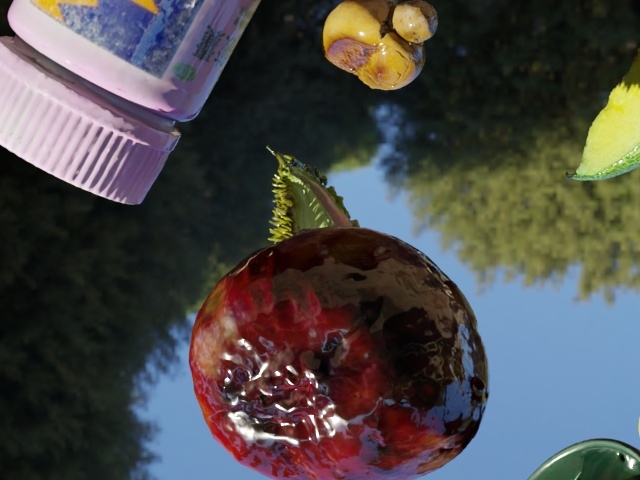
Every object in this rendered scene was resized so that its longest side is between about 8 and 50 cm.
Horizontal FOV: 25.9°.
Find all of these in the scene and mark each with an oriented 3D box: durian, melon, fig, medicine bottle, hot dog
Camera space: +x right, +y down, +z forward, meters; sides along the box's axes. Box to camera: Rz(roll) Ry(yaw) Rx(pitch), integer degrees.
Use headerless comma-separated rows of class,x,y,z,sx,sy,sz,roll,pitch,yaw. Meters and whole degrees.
durian,-0.006,0.005,1.590,0.095,0.221,0.137,-28,160,15
melon,0.381,-0.154,1.691,0.053,0.262,0.114,-17,-117,-49
fig,0.028,0.098,1.110,0.263,0.224,0.224,22,-176,-41
medicine bottle,-0.152,-0.193,1.142,0.178,0.290,0.178,30,-173,-4
hot dog,0.049,-0.169,1.158,0.060,0.090,0.140,-53,-177,-8

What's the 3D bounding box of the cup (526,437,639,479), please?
cup,0.438,0.432,1.605,0.392,0.310,0.401,27,159,-23
